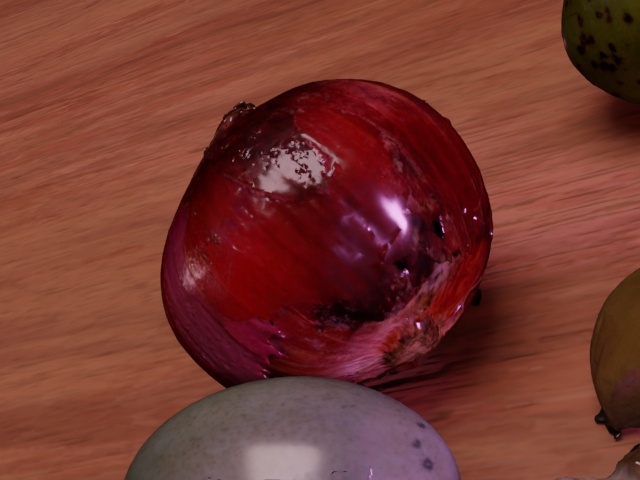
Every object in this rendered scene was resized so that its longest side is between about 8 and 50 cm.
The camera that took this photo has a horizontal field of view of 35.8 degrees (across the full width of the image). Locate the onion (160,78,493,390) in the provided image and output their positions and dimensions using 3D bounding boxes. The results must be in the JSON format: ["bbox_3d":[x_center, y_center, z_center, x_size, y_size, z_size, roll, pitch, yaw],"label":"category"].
[{"bbox_3d":[0.000,0.000,0.785,0.276,0.276,0.276,-20,35,15],"label":"onion"}]

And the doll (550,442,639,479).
[{"bbox_3d":[0.220,0.147,0.573,0.221,0.105,0.115,-34,71,-7],"label":"doll"}]

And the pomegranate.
[{"bbox_3d":[0.321,-0.181,0.873,0.202,0.202,0.247,-13,65,24],"label":"pomegranate"}]

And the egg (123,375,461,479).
[{"bbox_3d":[-0.023,0.176,0.659,0.237,0.169,0.169,-15,37,23],"label":"egg"}]

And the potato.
[{"bbox_3d":[0.297,0.049,0.655,0.243,0.098,0.138,-7,38,28],"label":"potato"}]
